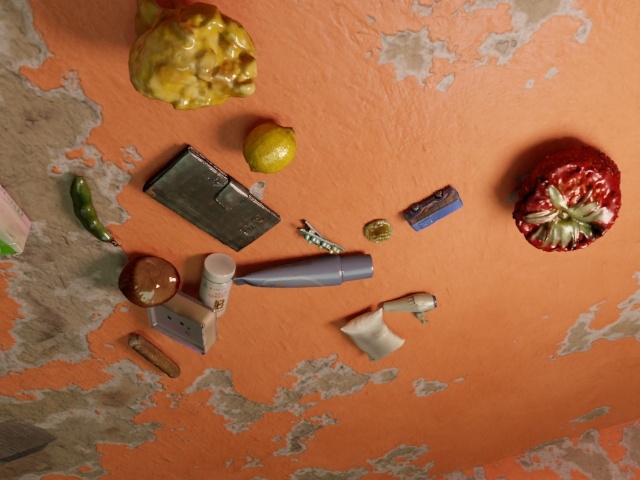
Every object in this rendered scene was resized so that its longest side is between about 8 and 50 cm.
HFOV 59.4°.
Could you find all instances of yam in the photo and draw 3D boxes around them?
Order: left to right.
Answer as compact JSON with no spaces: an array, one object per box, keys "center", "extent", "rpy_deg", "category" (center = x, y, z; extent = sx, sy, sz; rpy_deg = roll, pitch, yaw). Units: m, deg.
[{"center":[-0.520,0.366,1.762],"extent":[0.056,0.057,0.241],"rpy_deg":[-20,136,9],"category":"yam"}]

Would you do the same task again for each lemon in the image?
[{"center":[-0.110,-0.203,1.227],"extent":[0.133,0.109,0.109],"rpy_deg":[-40,131,5],"category":"lemon"}]

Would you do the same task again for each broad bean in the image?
[{"center":[-0.543,-0.064,1.330],"extent":[0.069,0.039,0.227],"rpy_deg":[-8,137,6],"category":"broad bean"}]

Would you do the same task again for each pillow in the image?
[{"center":[0.177,0.307,1.828],"extent":[0.144,0.078,0.254],"rpy_deg":[-27,136,11],"category":"pillow"}]

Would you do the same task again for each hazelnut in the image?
[{"center":[-0.446,0.111,1.465],"extent":[0.154,0.143,0.143],"rpy_deg":[-3,138,-33],"category":"hazelnut"}]

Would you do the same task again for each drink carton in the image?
[{"center":[-0.823,-0.024,1.263],"extent":[0.271,0.108,0.161],"rpy_deg":[-14,136,3],"category":"drink carton"}]

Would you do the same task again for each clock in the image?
[{"center":[-0.385,0.220,1.563],"extent":[0.192,0.071,0.147],"rpy_deg":[23,136,16],"category":"clock"}]

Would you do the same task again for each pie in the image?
[{"center":[0.159,-0.024,1.528],"extent":[0.084,0.020,0.084],"rpy_deg":[-6,135,-6],"category":"pie"}]

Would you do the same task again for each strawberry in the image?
[{"center":[0.629,-0.111,1.420],"extent":[0.261,0.258,0.261],"rpy_deg":[11,128,14],"category":"strawberry"}]

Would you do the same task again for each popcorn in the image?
[{"center":[-0.235,-0.321,0.989],"extent":[0.191,0.253,0.190],"rpy_deg":[29,87,-53],"category":"popcorn"}]

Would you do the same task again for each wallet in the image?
[{"center":[-0.256,-0.088,1.360],"extent":[0.169,0.044,0.317],"rpy_deg":[-34,133,20],"category":"wallet"}]

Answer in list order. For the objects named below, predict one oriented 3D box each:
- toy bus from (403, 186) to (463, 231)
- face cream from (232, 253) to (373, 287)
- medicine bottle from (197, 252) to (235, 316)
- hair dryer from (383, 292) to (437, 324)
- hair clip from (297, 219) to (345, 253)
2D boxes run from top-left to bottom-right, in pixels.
[{"center":[0.295,-0.081,1.469],"extent":[0.153,0.061,0.051],"rpy_deg":[-31,138,17],"category":"toy bus"},{"center":[-0.046,0.093,1.558],"extent":[0.385,0.086,0.135],"rpy_deg":[-7,169,-4],"category":"face cream"},{"center":[-0.289,0.126,1.542],"extent":[0.086,0.086,0.183],"rpy_deg":[5,134,-16],"category":"medicine bottle"},{"center":[0.279,0.228,1.804],"extent":[0.167,0.067,0.199],"rpy_deg":[1,150,0],"category":"hair dryer"},{"center":[-0.001,0.000,1.510],"extent":[0.049,0.049,0.173],"rpy_deg":[-37,132,25],"category":"hair clip"}]
